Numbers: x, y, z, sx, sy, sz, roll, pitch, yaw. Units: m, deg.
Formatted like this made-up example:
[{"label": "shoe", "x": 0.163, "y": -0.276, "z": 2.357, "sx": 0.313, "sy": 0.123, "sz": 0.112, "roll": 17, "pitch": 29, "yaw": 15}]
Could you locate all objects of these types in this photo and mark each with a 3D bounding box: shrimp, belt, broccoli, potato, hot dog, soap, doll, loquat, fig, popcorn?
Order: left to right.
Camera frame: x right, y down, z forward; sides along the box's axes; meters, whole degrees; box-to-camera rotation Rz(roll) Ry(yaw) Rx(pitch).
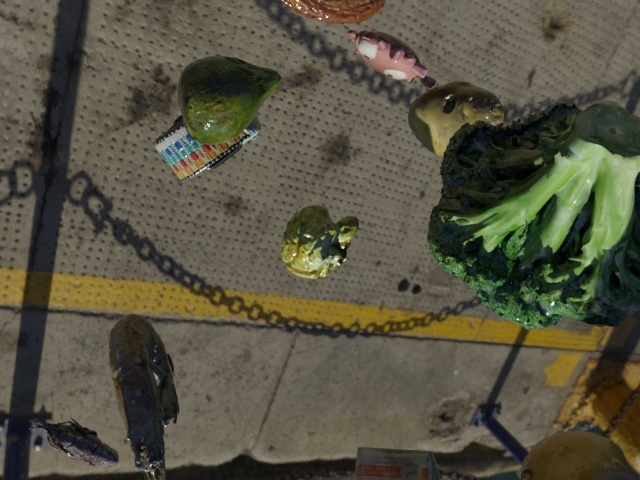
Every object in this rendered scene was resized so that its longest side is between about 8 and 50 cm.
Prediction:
[{"label": "shrimp", "x": -0.422, "y": 0.344, "z": 0.948, "sx": 0.165, "sy": 0.065, "sz": 0.056, "roll": 33, "pitch": 66, "yaw": -3}, {"label": "shrimp", "x": -0.215, "y": 0.200, "z": 0.700, "sx": 0.048, "sy": 0.223, "sz": 0.126, "roll": -21, "pitch": 159, "yaw": 9}, {"label": "belt", "x": -0.271, "y": -0.264, "z": 1.351, "sx": 0.258, "sy": 0.207, "sz": 0.150, "roll": -40, "pitch": 110, "yaw": -11}, {"label": "fig", "x": -0.128, "y": -0.208, "z": 0.803, "sx": 0.156, "sy": 0.123, "sz": 0.123, "roll": -14, "pitch": 119, "yaw": -20}, {"label": "hot dog", "x": -0.020, "y": -0.625, "z": 1.253, "sx": 0.388, "sy": 0.266, "sz": 0.174, "roll": 11, "pitch": 132, "yaw": -33}, {"label": "popcorn", "x": 0.000, "y": 0.000, "z": 1.417, "sx": 0.213, "sy": 0.198, "sz": 0.197, "roll": -11, "pitch": 119, "yaw": -8}, {"label": "doll", "x": 0.183, "y": -0.468, "z": 1.412, "sx": 0.262, "sy": 0.211, "sz": 0.093, "roll": 27, "pitch": 98, "yaw": -21}, {"label": "soap", "x": 0.187, "y": 0.617, "z": 1.348, "sx": 0.200, "sy": 0.182, "sz": 0.138, "roll": -3, "pitch": 144, "yaw": 16}, {"label": "potato", "x": 0.348, "y": -0.305, "z": 1.389, "sx": 0.141, "sy": 0.296, "sz": 0.191, "roll": -38, "pitch": 111, "yaw": -18}, {"label": "broccoli", "x": 0.281, "y": -0.047, "z": 0.638, "sx": 0.308, "sy": 0.307, "sz": 0.275, "roll": -21, "pitch": 148, "yaw": -15}, {"label": "loquat", "x": 0.491, "y": 0.488, "z": 1.068, "sx": 0.244, "sy": 0.244, "sz": 0.243, "roll": -11, "pitch": 118, "yaw": -21}]
